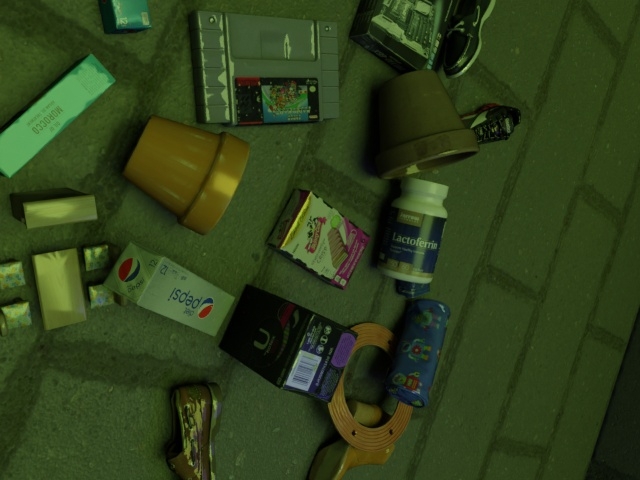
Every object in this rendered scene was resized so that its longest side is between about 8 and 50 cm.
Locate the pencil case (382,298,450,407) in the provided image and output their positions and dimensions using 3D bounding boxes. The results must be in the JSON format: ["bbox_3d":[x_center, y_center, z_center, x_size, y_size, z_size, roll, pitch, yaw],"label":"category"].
[{"bbox_3d":[0.267,0.307,1.564,0.119,0.133,0.306,73,34,-52],"label":"pencil case"}]

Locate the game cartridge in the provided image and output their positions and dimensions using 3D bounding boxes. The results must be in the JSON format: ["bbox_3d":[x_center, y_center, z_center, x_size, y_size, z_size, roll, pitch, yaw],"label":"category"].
[{"bbox_3d":[-0.107,-0.370,1.237,0.355,0.068,0.230,-11,101,-35],"label":"game cartridge"}]

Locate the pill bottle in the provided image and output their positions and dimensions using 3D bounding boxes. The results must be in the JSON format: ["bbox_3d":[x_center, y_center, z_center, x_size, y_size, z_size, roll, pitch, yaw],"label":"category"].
[{"bbox_3d":[0.250,-0.029,1.501,0.153,0.153,0.264,7,98,-38],"label":"pill bottle"}]

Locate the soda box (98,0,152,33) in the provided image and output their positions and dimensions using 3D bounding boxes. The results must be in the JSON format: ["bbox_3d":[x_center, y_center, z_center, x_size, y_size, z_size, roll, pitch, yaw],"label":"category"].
[{"bbox_3d":[-0.365,-0.484,1.008,0.067,0.071,0.210,-17,108,-35],"label":"soda box"}]

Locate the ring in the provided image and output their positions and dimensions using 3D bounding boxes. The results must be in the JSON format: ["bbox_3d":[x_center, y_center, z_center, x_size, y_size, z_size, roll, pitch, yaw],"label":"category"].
[{"bbox_3d":[0.134,0.393,1.525,0.337,0.032,0.336,13,70,-38],"label":"ring"}]

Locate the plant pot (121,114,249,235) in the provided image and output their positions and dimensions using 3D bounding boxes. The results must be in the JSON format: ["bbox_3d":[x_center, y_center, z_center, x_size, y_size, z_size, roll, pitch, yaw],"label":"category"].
[{"bbox_3d":[-0.267,-0.140,1.085,0.188,0.205,0.205,26,82,-21],"label":"plant pot"}]

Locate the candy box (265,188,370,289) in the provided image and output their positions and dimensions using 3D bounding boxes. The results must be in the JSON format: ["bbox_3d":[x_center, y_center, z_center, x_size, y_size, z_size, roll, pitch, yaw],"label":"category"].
[{"bbox_3d":[0.000,0.000,1.377,0.233,0.071,0.159,34,78,-36],"label":"candy box"}]

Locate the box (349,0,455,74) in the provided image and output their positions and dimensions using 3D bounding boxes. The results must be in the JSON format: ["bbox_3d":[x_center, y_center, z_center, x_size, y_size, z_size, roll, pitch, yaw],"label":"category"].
[{"bbox_3d":[0.224,-0.602,1.430,0.242,0.076,0.307,21,86,-38],"label":"box"}]

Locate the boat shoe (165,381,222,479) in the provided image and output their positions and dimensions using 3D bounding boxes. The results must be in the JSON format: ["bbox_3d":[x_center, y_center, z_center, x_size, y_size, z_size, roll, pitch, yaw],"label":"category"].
[{"bbox_3d":[-0.290,0.464,1.232,0.104,0.111,0.307,5,86,-34],"label":"boat shoe"}]

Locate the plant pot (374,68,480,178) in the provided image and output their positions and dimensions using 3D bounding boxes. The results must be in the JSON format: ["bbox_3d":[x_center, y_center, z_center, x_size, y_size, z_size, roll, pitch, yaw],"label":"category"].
[{"bbox_3d":[0.244,-0.295,1.418,0.263,0.263,0.229,-14,90,-35],"label":"plant pot"}]

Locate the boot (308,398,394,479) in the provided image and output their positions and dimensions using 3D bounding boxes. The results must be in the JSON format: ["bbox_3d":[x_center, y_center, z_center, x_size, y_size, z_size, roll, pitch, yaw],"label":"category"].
[{"bbox_3d":[0.103,0.596,1.548,0.211,0.104,0.295,38,71,-35],"label":"boot"}]

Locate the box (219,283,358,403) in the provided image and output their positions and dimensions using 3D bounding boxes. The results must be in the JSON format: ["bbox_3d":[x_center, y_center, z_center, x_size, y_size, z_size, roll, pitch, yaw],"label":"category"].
[{"bbox_3d":[-0.077,0.219,1.233,0.143,0.270,0.165,29,80,-37],"label":"box"}]

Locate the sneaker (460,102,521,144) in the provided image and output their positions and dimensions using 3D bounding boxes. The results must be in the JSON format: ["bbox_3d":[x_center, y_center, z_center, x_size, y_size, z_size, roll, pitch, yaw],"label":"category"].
[{"bbox_3d":[0.480,-0.328,1.641,0.276,0.135,0.097,-30,117,-28],"label":"sneaker"}]

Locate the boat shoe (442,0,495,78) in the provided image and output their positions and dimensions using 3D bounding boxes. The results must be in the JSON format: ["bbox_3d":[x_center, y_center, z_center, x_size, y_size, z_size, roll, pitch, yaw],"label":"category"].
[{"bbox_3d":[0.388,-0.586,1.543,0.091,0.114,0.302,34,66,-37],"label":"boat shoe"}]

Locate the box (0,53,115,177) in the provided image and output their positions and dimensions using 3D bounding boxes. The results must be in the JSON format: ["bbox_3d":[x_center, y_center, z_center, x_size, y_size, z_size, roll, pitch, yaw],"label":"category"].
[{"bbox_3d":[-0.470,-0.213,0.962,0.244,0.100,0.060,-51,123,-19],"label":"box"}]

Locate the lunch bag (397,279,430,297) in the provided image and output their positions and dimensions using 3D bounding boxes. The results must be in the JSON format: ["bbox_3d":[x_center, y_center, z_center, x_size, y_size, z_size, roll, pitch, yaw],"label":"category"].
[{"bbox_3d":[0.264,0.128,1.604,0.098,0.067,0.065,-14,107,-35],"label":"lunch bag"}]

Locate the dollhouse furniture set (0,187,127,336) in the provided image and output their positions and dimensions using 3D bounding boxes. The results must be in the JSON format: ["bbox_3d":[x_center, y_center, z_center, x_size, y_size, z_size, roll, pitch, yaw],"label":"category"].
[{"bbox_3d":[-0.455,0.039,0.981,0.212,0.161,0.242,-12,106,-35],"label":"dollhouse furniture set"}]

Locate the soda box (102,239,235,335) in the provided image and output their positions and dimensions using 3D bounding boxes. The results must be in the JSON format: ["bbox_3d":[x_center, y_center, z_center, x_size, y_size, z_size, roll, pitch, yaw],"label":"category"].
[{"bbox_3d":[-0.281,0.101,1.096,0.098,0.091,0.286,-63,155,-10],"label":"soda box"}]
